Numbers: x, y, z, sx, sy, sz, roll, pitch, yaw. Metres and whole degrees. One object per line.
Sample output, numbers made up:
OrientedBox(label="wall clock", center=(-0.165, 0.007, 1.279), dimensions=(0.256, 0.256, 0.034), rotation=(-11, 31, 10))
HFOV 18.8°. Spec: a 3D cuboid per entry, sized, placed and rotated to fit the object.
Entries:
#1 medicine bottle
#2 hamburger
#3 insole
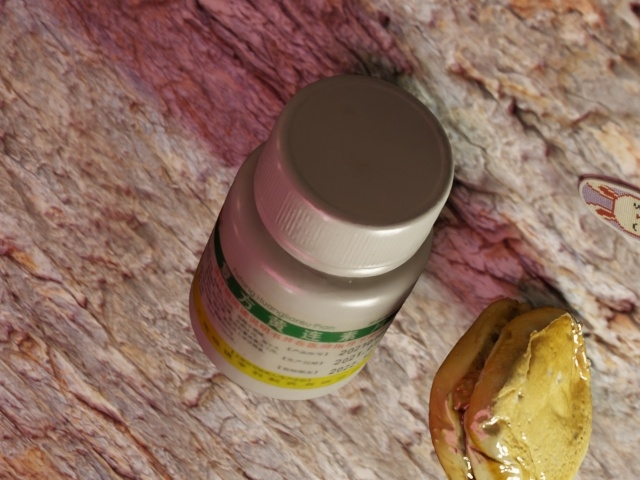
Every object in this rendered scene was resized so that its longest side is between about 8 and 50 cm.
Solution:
OrientedBox(label="medicine bottle", center=(0.000, 0.000, 1.936), dimensions=(0.208, 0.208, 0.339), rotation=(38, 147, 7))
OrientedBox(label="hamburger", center=(0.196, 0.169, 1.938), dimensions=(0.108, 0.214, 0.213), rotation=(14, 137, 34))
OrientedBox(label="insole", center=(0.322, -0.007, 1.779), dimensions=(0.197, 0.004, 0.065), rotation=(28, 144, 22))
